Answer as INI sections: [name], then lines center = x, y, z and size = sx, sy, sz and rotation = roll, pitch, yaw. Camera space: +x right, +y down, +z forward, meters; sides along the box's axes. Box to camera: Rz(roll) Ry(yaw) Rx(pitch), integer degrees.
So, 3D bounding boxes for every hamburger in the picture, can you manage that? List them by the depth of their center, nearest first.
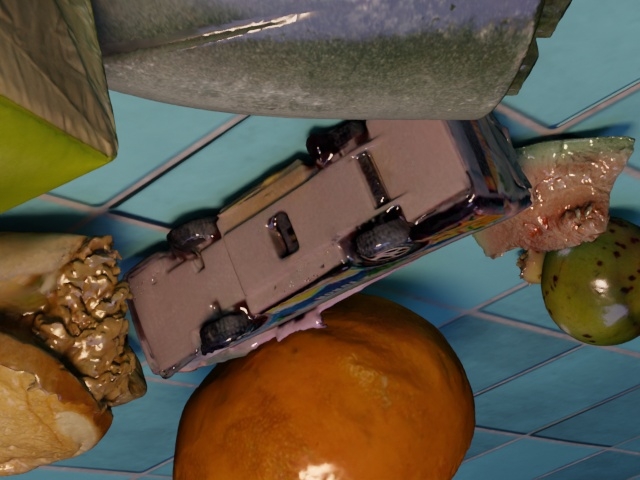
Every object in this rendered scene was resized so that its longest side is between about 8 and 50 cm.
[hamburger]
center = -0.265, 0.080, 1.017
size = 0.286, 0.146, 0.243
rotation = -22, 149, 31

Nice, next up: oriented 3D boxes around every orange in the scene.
[orange]
center = 0.001, 0.173, 1.217
size = 0.284, 0.226, 0.284
rotation = -45, -177, 3

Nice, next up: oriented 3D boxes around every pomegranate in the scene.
[pomegranate]
center = 0.252, 0.031, 1.236
size = 0.130, 0.130, 0.130
rotation = -12, 156, -5

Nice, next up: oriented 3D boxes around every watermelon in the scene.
[watermelon]
center = 0.166, -0.032, 1.103
size = 0.101, 0.080, 0.155
rotation = 8, 164, -24

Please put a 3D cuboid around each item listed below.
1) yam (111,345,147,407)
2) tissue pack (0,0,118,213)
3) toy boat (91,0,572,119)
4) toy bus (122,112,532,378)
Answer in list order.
[yam]
center = -0.330, 0.163, 1.237
size = 0.356, 0.081, 0.081
rotation = -21, 155, 11
[tissue pack]
center = -0.268, -0.078, 0.634
size = 0.274, 0.167, 0.200
rotation = -23, 154, 17
[toy boat]
center = -0.024, -0.126, 0.769
size = 0.319, 0.092, 0.141
rotation = -1, 154, -12
[toy bus]
center = 0.000, 0.000, 1.037
size = 0.317, 0.112, 0.138
rotation = -29, 163, 31
